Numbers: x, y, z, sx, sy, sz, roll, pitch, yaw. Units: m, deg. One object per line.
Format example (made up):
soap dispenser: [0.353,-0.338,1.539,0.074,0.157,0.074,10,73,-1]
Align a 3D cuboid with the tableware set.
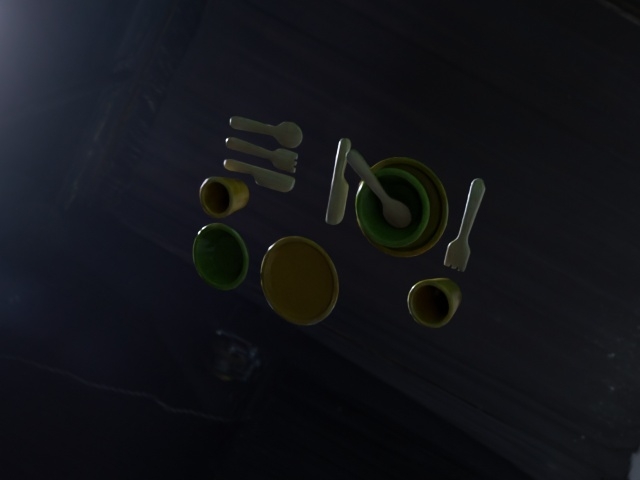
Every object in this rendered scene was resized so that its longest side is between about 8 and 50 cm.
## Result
tableware set: [0.000,0.000,0.374,0.024,0.154,0.104,-19,-56,-58]
